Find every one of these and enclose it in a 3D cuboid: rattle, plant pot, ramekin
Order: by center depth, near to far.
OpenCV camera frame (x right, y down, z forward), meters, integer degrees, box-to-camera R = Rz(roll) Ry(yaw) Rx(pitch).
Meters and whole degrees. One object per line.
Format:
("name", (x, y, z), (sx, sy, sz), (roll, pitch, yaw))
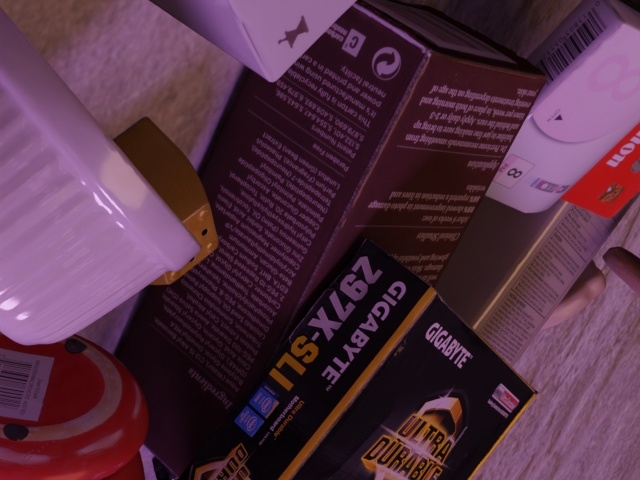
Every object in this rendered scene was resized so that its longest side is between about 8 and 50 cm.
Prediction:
("ramekin", (-0.170, -0.039, 0.740), (0.109, 0.207, 0.207), (-41, 148, -5))
("plant pot", (-0.203, 0.162, 0.906), (0.191, 0.191, 0.174), (-16, 130, -46))
("plant pot", (-0.116, -0.017, 0.945), (0.081, 0.083, 0.081), (-40, 147, -24))
("rattle", (0.189, 0.037, 1.437), (0.199, 0.130, 0.143), (-23, 134, 0))

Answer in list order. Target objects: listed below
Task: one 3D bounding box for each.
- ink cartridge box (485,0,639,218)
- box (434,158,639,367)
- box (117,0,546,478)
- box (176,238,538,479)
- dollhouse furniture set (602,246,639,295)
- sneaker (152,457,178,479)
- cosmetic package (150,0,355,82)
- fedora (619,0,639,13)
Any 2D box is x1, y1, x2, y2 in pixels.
("ink cartridge box", (0.245, -0.092, 1.148), (0.232, 0.066, 0.189), (22, 124, -36))
("box", (0.179, 0.001, 1.330), (0.311, 0.121, 0.148), (-53, 149, -1))
("box", (0.000, 0.000, 1.066), (0.191, 0.143, 0.381), (1, 120, -56))
("box", (0.034, 0.164, 1.078), (0.257, 0.079, 0.322), (-50, 152, -2))
("dollhouse furniture set", (0.464, -0.109, 1.407), (0.362, 0.256, 0.394), (-52, 158, 18))
("sneaker", (-0.105, 0.221, 1.222), (0.084, 0.058, 0.152), (-44, 145, -26))
("cosmetic package", (-0.055, -0.215, 0.730), (0.151, 0.183, 0.151), (-46, 149, -12))
("fedora", (0.289, -0.340, 1.103), (0.334, 0.152, 0.334), (-28, 140, -27))
